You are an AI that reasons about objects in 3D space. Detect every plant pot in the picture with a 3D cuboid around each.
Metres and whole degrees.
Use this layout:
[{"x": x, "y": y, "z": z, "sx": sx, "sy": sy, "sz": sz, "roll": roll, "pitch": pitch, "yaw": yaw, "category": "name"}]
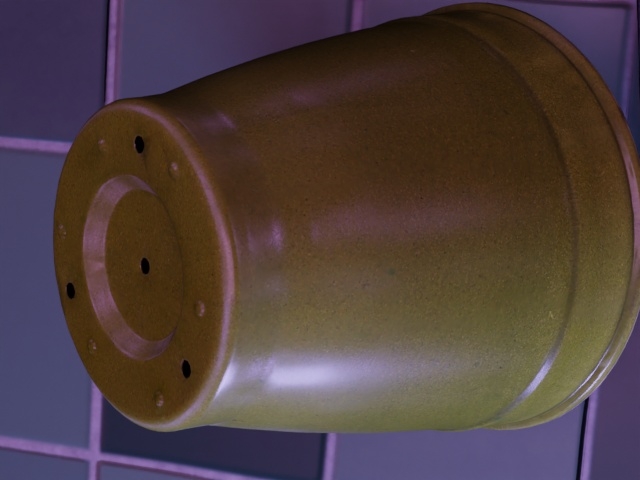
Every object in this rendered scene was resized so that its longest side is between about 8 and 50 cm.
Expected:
[{"x": 0.000, "y": 0.000, "z": 1.064, "sx": 0.366, "sy": 0.353, "sz": 0.366, "roll": 11, "pitch": 105, "yaw": 49, "category": "plant pot"}]

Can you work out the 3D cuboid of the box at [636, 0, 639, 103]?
[{"x": 0.451, "y": -0.158, "z": 1.070, "sx": 0.395, "sy": 0.212, "sz": 0.293, "roll": 0, "pitch": 97, "yaw": 16, "category": "box"}]
